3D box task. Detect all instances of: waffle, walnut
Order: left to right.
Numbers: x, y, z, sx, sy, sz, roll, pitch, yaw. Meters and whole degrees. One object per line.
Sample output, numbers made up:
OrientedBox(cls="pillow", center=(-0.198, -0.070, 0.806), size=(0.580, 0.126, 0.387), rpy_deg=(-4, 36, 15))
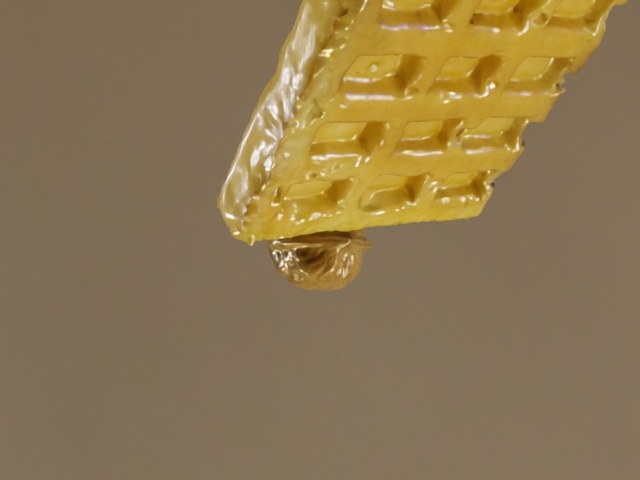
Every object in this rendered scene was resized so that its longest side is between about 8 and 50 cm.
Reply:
OrientedBox(cls="walnut", center=(0.000, 0.000, 0.736), size=(0.096, 0.083, 0.079), rpy_deg=(0, -93, 64))
OrientedBox(cls="waffle", center=(0.066, -0.100, 0.623), size=(0.055, 0.221, 0.248), rpy_deg=(61, -40, 31))
